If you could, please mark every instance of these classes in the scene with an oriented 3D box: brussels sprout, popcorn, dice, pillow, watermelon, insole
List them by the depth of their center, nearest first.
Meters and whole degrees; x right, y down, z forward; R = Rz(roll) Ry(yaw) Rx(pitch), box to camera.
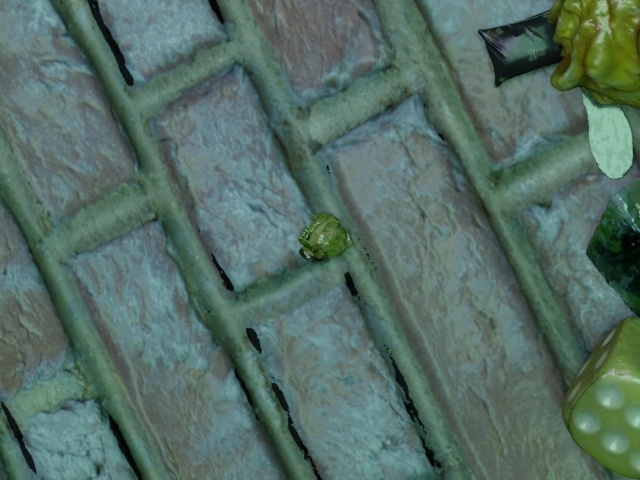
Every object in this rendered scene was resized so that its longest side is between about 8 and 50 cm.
[{"bbox_3d":[0.460,-0.289,1.396,0.289,0.321,0.326,-5,71,6],"label":"popcorn"},{"bbox_3d":[0.553,-0.003,1.489,0.264,0.151,0.302,42,100,14],"label":"watermelon"},{"bbox_3d":[0.469,0.231,1.508,0.169,0.169,0.166,34,124,8],"label":"dice"},{"bbox_3d":[0.325,-0.300,1.569,0.150,0.048,0.090,-16,87,12],"label":"pillow"},{"bbox_3d":[0.436,-0.190,1.577,0.065,0.006,0.194,-16,92,14],"label":"insole"},{"bbox_3d":[0.000,0.000,1.672,0.085,0.058,0.085,6,103,29],"label":"brussels sprout"}]
